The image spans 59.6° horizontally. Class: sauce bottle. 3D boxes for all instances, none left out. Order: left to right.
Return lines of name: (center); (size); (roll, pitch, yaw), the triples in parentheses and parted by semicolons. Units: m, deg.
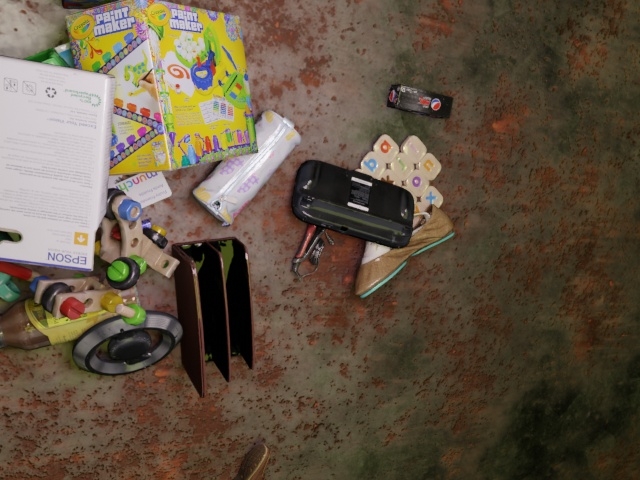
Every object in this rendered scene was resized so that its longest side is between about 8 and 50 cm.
sauce bottle: (-0.549, 0.162, 1.150); (0.344, 0.111, 0.111); (-14, 107, -23)

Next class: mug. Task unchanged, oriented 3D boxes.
mug: (-0.650, 0.045, 1.086); (0.158, 0.097, 0.129); (23, 91, -27)

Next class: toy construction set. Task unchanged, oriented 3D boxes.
toy construction set: (-0.433, 0.052, 1.094); (0.309, 0.237, 0.257); (-3, 71, 14)

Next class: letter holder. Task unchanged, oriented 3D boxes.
letter holder: (-0.225, 0.164, 1.242); (0.152, 0.214, 0.301); (-7, 104, -23)

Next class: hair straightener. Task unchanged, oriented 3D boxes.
hair straightener: (0.000, 0.000, 1.402); (0.089, 0.047, 0.230); (24, 85, -28)

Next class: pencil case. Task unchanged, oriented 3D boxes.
pencil case: (-0.164, -0.164, 1.251); (0.113, 0.124, 0.273); (40, 81, 1)

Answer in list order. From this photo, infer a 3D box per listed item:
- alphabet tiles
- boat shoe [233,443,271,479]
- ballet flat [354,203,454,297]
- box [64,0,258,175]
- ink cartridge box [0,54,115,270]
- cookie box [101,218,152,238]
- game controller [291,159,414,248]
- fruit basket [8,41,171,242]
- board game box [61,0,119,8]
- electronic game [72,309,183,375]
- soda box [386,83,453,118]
alphabet tiles: (0.201, -0.131, 1.483); (0.278, 0.021, 0.284); (41, 83, -29)
boat shoe: (-0.176, 0.608, 1.450); (0.060, 0.064, 0.178); (27, 95, -32)
ballet flat: (0.199, 0.011, 1.453); (0.342, 0.116, 0.124); (-33, 95, -16)
box: (-0.279, -0.282, 1.057); (0.290, 0.177, 0.279); (-29, 115, -61)
ink cartridge box: (-0.518, -0.133, 0.915); (0.324, 0.071, 0.330); (9, 105, -9)
cookie box: (-0.410, 0.015, 1.222); (0.107, 0.040, 0.091); (-23, 110, -18)
game controller: (0.088, -0.090, 1.368); (0.319, 0.067, 0.166); (16, 60, -17)
fruit basket: (-0.505, -0.163, 1.068); (0.327, 0.165, 0.353); (-25, 119, -10)
board game box: (-0.392, -0.506, 0.986); (0.144, 0.275, 0.142); (-11, 105, -22)
electronic game: (-0.412, 0.223, 1.204); (0.229, 0.048, 0.229); (-19, 147, -13)
soda box: (0.258, -0.357, 1.443); (0.169, 0.053, 0.060); (6, 99, -25)
